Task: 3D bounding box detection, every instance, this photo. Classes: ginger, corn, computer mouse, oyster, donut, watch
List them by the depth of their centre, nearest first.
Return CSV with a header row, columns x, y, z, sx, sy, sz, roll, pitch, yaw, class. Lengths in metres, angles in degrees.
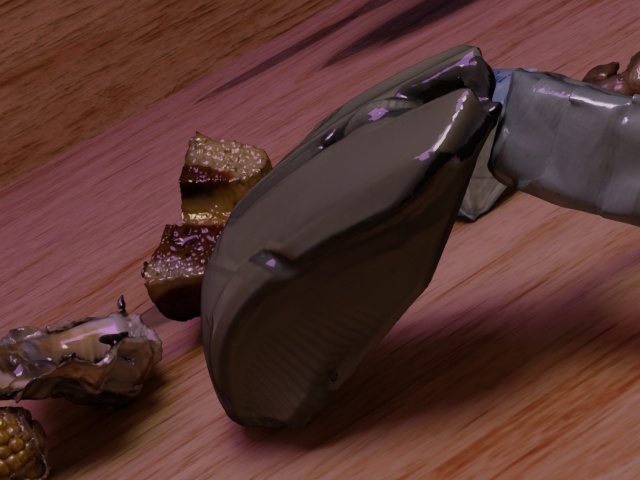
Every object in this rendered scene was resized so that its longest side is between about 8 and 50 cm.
x,y,z,sx,sy,sz,roll,pitch,yaw,class
0.261,-0.069,1.206,0.241,0.162,0.253,14,9,-14,watch
-0.002,-0.003,1.306,0.429,0.145,0.228,-52,14,35,computer mouse
-0.399,0.260,1.466,0.293,0.106,0.106,-29,17,-1,corn
-0.263,0.136,1.587,0.201,0.107,0.354,-13,8,0,oyster
-0.110,0.009,1.736,0.112,0.151,0.295,-6,36,16,donut
0.318,-0.174,1.793,0.258,0.065,0.149,-22,4,42,ginger

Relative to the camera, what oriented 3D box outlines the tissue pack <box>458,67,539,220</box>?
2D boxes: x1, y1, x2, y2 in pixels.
x,y,z,sx,sy,sz,roll,pitch,yaw,class
0.145,-0.121,1.762,0.177,0.089,0.263,-48,25,-13,tissue pack
